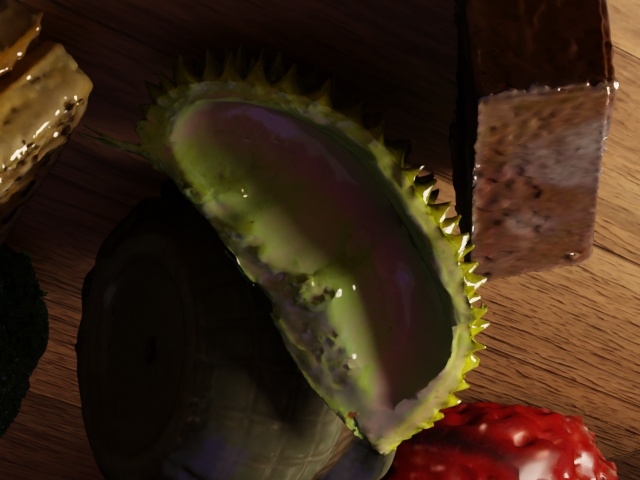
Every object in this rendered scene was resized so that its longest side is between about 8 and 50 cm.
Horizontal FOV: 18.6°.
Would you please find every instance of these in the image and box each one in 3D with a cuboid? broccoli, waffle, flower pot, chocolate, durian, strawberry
[{"bbox_3d":[-0.399,0.097,1.829,0.269,0.269,0.254,18,147,-24],"label":"broccoli"},{"bbox_3d":[-0.336,-0.011,1.508,0.114,0.261,0.376,47,147,1],"label":"waffle"},{"bbox_3d":[-0.076,0.094,1.672,0.213,0.302,0.302,8,158,-33],"label":"flower pot"},{"bbox_3d":[0.158,-0.073,1.468,0.112,0.112,0.321,-5,154,0],"label":"chocolate"},{"bbox_3d":[0.003,-0.009,1.481,0.355,0.169,0.157,49,167,-10],"label":"durian"},{"bbox_3d":[0.126,0.303,2.102,0.345,0.295,0.317,22,123,24],"label":"strawberry"}]
